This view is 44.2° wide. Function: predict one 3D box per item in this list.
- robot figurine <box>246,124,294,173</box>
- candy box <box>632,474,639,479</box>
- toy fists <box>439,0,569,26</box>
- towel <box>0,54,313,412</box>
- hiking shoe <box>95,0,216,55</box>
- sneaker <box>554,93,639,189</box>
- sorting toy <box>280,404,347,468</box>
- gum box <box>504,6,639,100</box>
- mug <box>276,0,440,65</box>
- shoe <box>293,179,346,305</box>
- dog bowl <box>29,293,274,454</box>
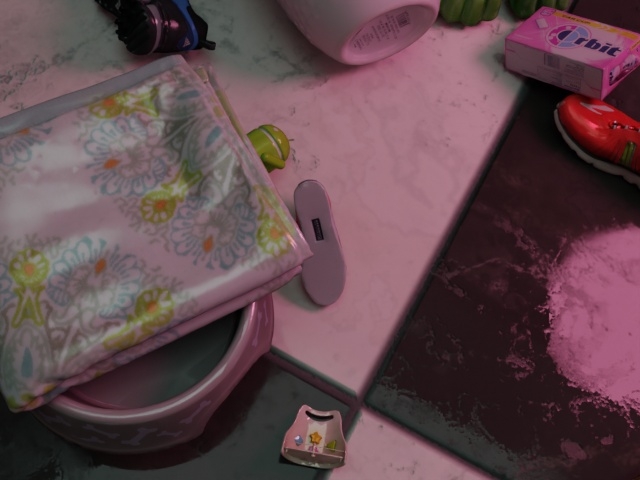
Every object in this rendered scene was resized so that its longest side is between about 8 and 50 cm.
[{"bbox_3d":[-0.095,-0.127,1.169,0.115,0.067,0.101,-35,43,-18],"label":"robot figurine"},{"bbox_3d":[0.564,0.392,0.976,0.183,0.087,0.316,-25,71,-15],"label":"candy box"},{"bbox_3d":[0.306,-0.441,1.332,0.279,0.096,0.142,-7,67,-9],"label":"toy fists"},{"bbox_3d":[-0.237,-0.028,0.913,0.375,0.090,0.320,-26,71,-13],"label":"towel"},{"bbox_3d":[-0.284,-0.403,1.277,0.132,0.113,0.304,-2,55,-39],"label":"hiking shoe"},{"bbox_3d":[0.493,-0.152,1.201,0.279,0.118,0.107,35,67,11],"label":"sneaker"},{"bbox_3d":[-0.005,0.251,1.021,0.083,0.045,0.075,11,58,1],"label":"sorting toy"},{"bbox_3d":[0.402,-0.298,1.251,0.107,0.062,0.188,-41,51,-23],"label":"gum box"},{"bbox_3d":[0.036,-0.463,1.170,0.276,0.374,0.328,-23,79,-3],"label":"mug"},{"bbox_3d":[0.000,0.000,1.124,0.064,0.081,0.177,-10,96,4],"label":"shoe"},{"bbox_3d":[-0.229,0.080,0.971,0.349,0.102,0.348,2,68,-4],"label":"dog bowl"}]
